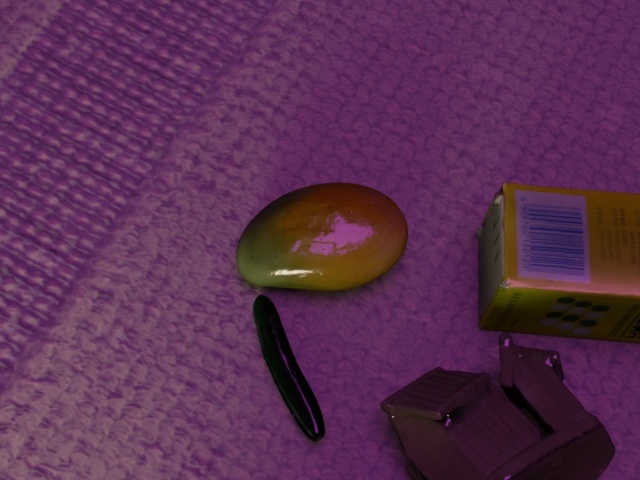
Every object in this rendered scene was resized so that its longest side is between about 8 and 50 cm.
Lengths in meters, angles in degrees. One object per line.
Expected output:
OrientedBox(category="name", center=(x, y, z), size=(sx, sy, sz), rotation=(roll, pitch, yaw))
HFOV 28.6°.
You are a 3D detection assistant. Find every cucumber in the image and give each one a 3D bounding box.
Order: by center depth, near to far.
OrientedBox(category="cucumber", center=(-0.038, 0.138, 1.361), size=(0.036, 0.033, 0.184), rotation=(-28, 66, 9))

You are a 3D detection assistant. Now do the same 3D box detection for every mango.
OrientedBox(category="mango", center=(0.000, 0.000, 1.408), size=(0.194, 0.092, 0.130), rotation=(-20, 68, -5))

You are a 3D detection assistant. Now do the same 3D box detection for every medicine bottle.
OrientedBox(category="medicine bottle", center=(0.305, 0.026, 1.390), size=(0.250, 0.137, 0.141), rotation=(5, 61, -3))

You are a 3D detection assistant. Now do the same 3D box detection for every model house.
OrientedBox(category="model house", center=(0.176, 0.201, 1.301), size=(0.229, 0.122, 0.188), rotation=(-27, 63, -22))
